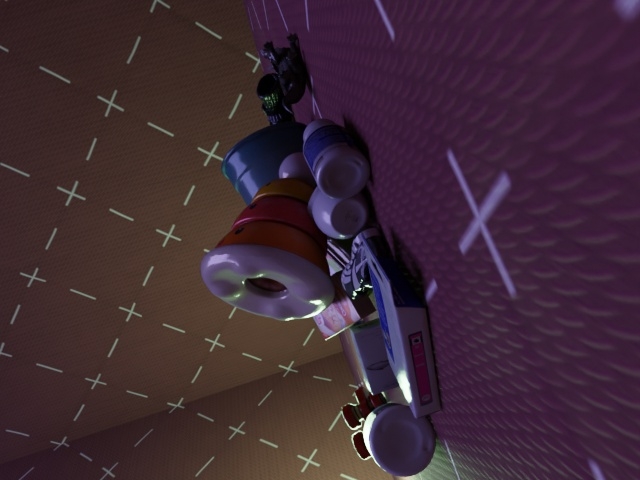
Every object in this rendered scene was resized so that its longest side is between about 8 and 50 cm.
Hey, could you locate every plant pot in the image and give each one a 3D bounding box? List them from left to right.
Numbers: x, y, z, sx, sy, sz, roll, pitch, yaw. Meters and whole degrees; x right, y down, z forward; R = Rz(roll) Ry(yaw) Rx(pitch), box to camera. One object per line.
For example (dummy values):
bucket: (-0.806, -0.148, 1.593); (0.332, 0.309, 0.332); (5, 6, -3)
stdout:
plant pot: (-0.113, -0.165, 1.647); (0.334, 0.341, 0.341); (63, 173, 15)

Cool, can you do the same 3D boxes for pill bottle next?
pill bottle: (0.024, -0.180, 1.018); (0.186, 0.112, 0.111); (-112, 6, -49)
pill bottle: (0.197, 0.514, 1.279); (0.283, 0.162, 0.161); (86, 166, -73)

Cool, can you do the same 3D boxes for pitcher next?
pitcher: (0.044, -0.102, 1.126); (0.207, 0.126, 0.177); (-129, 52, -69)

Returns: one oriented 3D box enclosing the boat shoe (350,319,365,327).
boat shoe: (0.157, 0.369, 1.860); (0.183, 0.066, 0.066); (-123, 16, -76)

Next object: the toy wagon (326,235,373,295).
toy wagon: (0.050, 0.078, 1.436); (0.267, 0.068, 0.344); (44, 132, 28)

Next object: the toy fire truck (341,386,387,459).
toy fire truck: (0.234, 0.750, 1.946); (0.254, 0.169, 0.302); (49, -168, -42)

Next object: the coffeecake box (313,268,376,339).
coffeecake box: (0.049, 0.179, 1.369); (0.185, 0.068, 0.142); (-43, 72, 47)

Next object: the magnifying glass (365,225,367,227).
magnifying glass: (0.113, -0.002, 1.191); (0.092, 0.026, 0.230); (94, 159, -79)

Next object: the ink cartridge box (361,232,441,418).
ink cartridge box: (0.162, 0.169, 0.977); (0.175, 0.069, 0.370); (-113, 4, -58)

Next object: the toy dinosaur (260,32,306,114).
toy dinosaur: (-0.085, -0.484, 1.407); (0.313, 0.121, 0.160); (66, -175, 24)

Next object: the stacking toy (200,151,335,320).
stacking toy: (-0.103, -0.051, 1.350); (0.350, 0.351, 0.479); (79, -161, -55)

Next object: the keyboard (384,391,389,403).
keyboard: (0.227, 0.516, 1.924); (0.072, 0.014, 0.255); (147, 106, -86)

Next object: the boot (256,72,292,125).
boot: (-0.182, -0.538, 2.122); (0.260, 0.131, 0.347); (78, 173, -54)

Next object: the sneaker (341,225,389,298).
sneaker: (0.105, 0.080, 1.095); (0.234, 0.078, 0.106); (100, 149, -48)

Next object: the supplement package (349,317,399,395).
supplement package: (0.159, 0.322, 1.365); (0.105, 0.105, 0.179); (167, 85, -86)
